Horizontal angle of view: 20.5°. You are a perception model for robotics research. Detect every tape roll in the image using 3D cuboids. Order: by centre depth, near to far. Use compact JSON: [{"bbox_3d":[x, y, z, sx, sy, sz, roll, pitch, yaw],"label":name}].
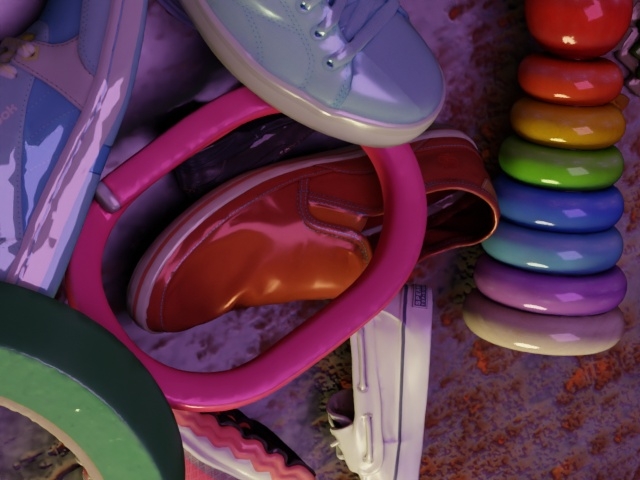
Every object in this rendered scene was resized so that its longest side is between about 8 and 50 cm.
[{"bbox_3d":[-0.261,0.179,1.294,0.321,0.077,0.321,1,122,2],"label":"tape roll"}]

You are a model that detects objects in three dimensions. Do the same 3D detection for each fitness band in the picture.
[{"bbox_3d":[-0.053,0.000,1.342,0.291,0.054,0.209,-36,92,-16],"label":"fitness band"}]

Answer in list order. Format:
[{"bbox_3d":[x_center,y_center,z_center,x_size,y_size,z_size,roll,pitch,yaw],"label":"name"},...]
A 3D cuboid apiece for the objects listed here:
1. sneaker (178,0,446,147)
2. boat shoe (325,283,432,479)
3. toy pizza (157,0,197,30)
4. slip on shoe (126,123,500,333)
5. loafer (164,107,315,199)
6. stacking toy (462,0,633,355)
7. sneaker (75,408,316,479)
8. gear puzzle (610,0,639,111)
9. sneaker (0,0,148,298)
[{"bbox_3d":[-0.029,-0.212,1.266,0.366,0.150,0.135,42,64,-15],"label":"sneaker"},{"bbox_3d":[0.046,0.151,1.524,0.084,0.095,0.258,4,113,0],"label":"boat shoe"},{"bbox_3d":[-0.058,-0.257,1.382,0.201,0.032,0.201,-6,105,-22],"label":"toy pizza"},{"bbox_3d":[0.000,0.000,1.430,0.331,0.101,0.123,-20,139,-21],"label":"slip on shoe"},{"bbox_3d":[-0.046,-0.089,1.429,0.170,0.062,0.061,-23,136,-15],"label":"loafer"},{"bbox_3d":[0.206,-0.076,1.501,0.141,0.141,0.330,-1,105,-26],"label":"stacking toy"},{"bbox_3d":[-0.147,0.175,1.416,0.314,0.116,0.136,32,90,-30],"label":"sneaker"},{"bbox_3d":[0.304,-0.221,1.563,0.175,0.044,0.339,37,87,-30],"label":"gear puzzle"},{"bbox_3d":[-0.258,-0.097,1.282,0.208,0.127,0.319,20,84,-20],"label":"sneaker"}]
